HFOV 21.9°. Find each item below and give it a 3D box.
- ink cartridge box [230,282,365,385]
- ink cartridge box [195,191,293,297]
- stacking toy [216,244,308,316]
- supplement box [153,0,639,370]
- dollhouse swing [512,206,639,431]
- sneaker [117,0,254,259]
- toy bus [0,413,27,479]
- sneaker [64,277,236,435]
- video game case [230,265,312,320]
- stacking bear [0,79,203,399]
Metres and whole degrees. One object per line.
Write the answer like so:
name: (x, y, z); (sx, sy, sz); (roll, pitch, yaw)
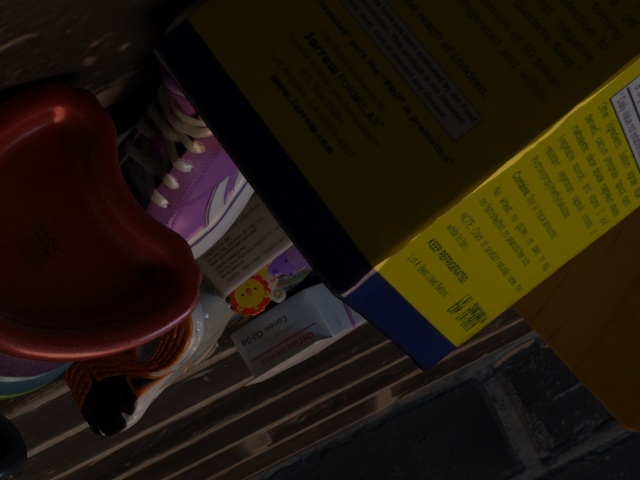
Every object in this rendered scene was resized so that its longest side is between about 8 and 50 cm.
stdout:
ink cartridge box: (-0.023, 0.100, 1.915); (0.115, 0.067, 0.198); (-33, 175, 21)
ink cartridge box: (0.033, -0.090, 1.381); (0.275, 0.060, 0.239); (-37, -171, 36)
stacking toy: (0.000, 0.000, 1.539); (0.221, 0.052, 0.167); (-26, -171, -10)
supplement box: (0.122, -0.122, 0.949); (0.356, 0.195, 0.194); (-38, 156, 4)
dollhouse swing: (0.351, -0.053, 1.404); (0.305, 0.347, 0.315); (-15, 146, -48)
sneaker: (-0.093, -0.080, 1.096); (0.282, 0.102, 0.161); (-43, 159, 18)
toy bus: (-0.360, 0.151, 1.308); (0.211, 0.220, 0.149); (20, 125, -31)
sneaker: (-0.162, 0.115, 1.699); (0.121, 0.099, 0.262); (-21, 167, -43)
video game case: (-0.063, 0.048, 1.804); (0.119, 0.015, 0.166); (-19, 165, -31)
stacking bear: (-0.234, 0.038, 1.130); (0.164, 0.175, 0.289); (-32, -179, -34)
